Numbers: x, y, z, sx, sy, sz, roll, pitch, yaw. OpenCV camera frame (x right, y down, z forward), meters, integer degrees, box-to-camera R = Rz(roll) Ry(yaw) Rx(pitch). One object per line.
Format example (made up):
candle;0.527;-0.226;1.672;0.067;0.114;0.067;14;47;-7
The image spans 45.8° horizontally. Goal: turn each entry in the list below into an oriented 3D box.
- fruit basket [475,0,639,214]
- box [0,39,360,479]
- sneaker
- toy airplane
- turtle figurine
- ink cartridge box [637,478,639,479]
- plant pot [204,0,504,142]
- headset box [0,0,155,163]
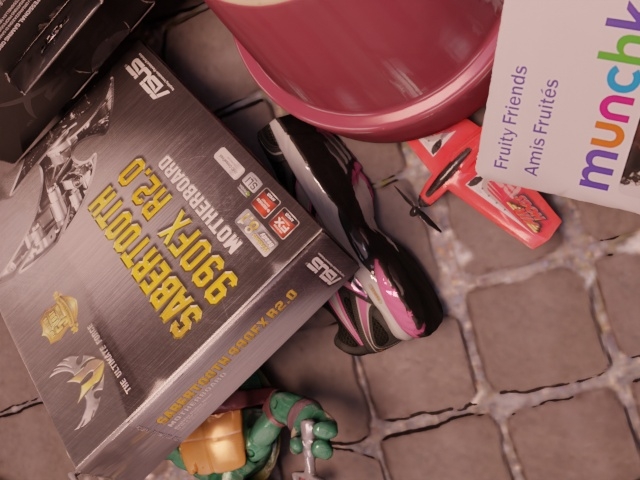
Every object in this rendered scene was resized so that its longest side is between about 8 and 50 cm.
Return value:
fruit basket;0.244;-0.112;0.252;0.353;0.165;0.327;13;128;13
box;-0.114;0.001;0.475;0.183;0.056;0.231;-44;54;2
sneaker;0.000;0.000;0.502;0.077;0.072;0.178;-35;78;27
toy airplane;0.108;-0.071;0.483;0.151;0.028;0.151;-1;87;23
turtle figurine;-0.078;0.113;0.507;0.175;0.118;0.234;-14;73;2
ink cartridge box;0.254;0.242;0.385;0.171;0.168;0.232;-35;83;16
plant pot;0.014;-0.165;0.414;0.201;0.180;0.201;-1;88;23
headset box;-0.220;-0.213;0.494;0.218;0.110;0.293;-43;64;15
